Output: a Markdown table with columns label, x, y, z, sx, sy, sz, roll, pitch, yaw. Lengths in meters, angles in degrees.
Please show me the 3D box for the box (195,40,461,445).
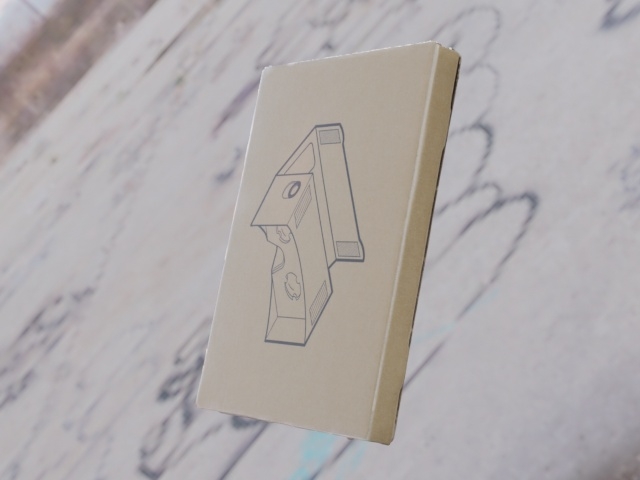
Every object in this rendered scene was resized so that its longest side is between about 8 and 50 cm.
| label | x | y | z | sx | sy | sz | roll | pitch | yaw |
| --- | --- | --- | --- | --- | --- | --- | --- | --- | --- |
| box | 0.000 | 0.000 | 0.853 | 0.164 | 0.021 | 0.201 | 1 | 79 | 55 |
